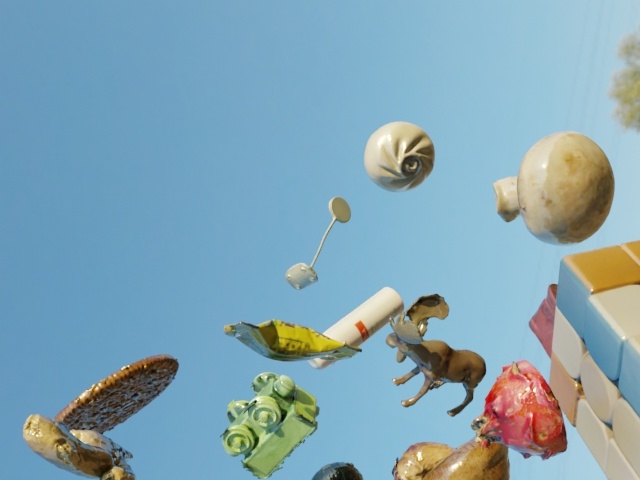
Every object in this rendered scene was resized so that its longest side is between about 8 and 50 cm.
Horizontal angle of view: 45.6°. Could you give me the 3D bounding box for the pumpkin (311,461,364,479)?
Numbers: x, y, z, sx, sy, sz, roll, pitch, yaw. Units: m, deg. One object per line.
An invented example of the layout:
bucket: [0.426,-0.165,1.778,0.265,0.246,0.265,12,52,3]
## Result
pumpkin: [0.046,0.737,2.219,0.190,0.190,0.146,62,-179,-33]

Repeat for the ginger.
ginger: [-0.336,0.296,1.069,0.059,0.133,0.214,-50,-56,-6]

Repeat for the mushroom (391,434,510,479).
mushroom: [0.312,0.561,1.793,0.263,0.283,0.195,42,-143,-76]

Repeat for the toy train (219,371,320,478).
toy train: [-0.136,0.477,1.990,0.188,0.271,0.159,36,-161,-12]

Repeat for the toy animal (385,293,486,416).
toy animal: [0.182,0.184,1.244,0.214,0.186,0.093,15,-148,-22]

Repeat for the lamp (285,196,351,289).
lamp: [0.000,0.000,1.350,0.050,0.056,0.198,44,-132,-18]

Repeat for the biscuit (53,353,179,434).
biscuit: [-0.419,0.333,1.552,0.038,0.305,0.305,53,-149,16]

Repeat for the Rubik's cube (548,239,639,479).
Rubik's cube: [0.628,0.216,1.306,0.344,0.347,0.347,-110,8,-56]

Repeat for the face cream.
face cream: [0.101,0.270,2.295,0.345,0.102,0.102,-35,-60,-25]

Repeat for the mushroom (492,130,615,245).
mushroom: [0.591,-0.137,1.959,0.297,0.290,0.297,-4,-84,-42]

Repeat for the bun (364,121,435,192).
bun: [0.192,-0.194,1.805,0.120,0.173,0.173,-121,12,-66]

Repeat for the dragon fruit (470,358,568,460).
dragon fruit: [0.278,0.259,1.106,0.111,0.153,0.153,-22,-67,-9]

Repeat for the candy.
candy: [-0.071,0.236,1.749,0.297,0.187,0.081,19,-111,-18]

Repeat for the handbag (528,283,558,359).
handbag: [0.591,0.205,1.773,0.225,0.146,0.135,-100,30,-64]
